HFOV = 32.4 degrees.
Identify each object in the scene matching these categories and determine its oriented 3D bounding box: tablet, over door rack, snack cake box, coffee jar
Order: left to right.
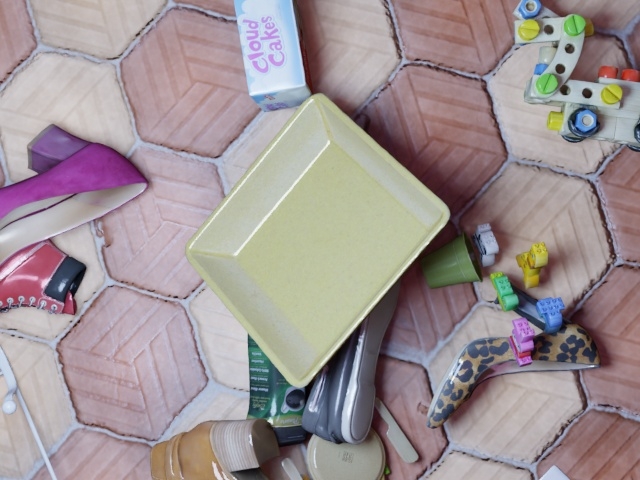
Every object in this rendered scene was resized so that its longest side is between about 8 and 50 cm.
[{"bbox_3d":[-0.535,0.346,1.686,0.239,0.108,0.324,-30,83,2],"label":"over door rack"},{"bbox_3d":[-0.077,-0.342,1.682,0.089,0.152,0.265,-10,86,3],"label":"snack cake box"},{"bbox_3d":[-0.065,0.222,1.678,0.079,0.096,0.185,-2,86,41],"label":"coffee jar"},{"bbox_3d":[0.371,0.393,1.691,0.083,0.006,0.054,44,90,5],"label":"tablet"}]

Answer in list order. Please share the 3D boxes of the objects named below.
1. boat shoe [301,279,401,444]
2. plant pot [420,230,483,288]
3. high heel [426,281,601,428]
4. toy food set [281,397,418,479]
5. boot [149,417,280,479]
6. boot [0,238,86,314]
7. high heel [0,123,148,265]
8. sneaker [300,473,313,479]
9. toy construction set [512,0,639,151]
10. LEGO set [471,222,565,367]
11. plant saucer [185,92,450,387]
[{"bbox_3d":[0.045,0.138,1.664,0.095,0.112,0.335,6,75,27],"label":"boat shoe"},{"bbox_3d":[0.198,0.038,1.689,0.079,0.083,0.083,-20,86,15],"label":"plant pot"},{"bbox_3d":[0.292,0.213,1.658,0.186,0.093,0.261,34,80,11],"label":"high heel"},{"bbox_3d":[0.040,0.336,1.682,0.192,0.038,0.132,-30,82,-17],"label":"toy food set"},{"bbox_3d":[-0.149,0.410,1.631,0.220,0.109,0.284,-18,85,33],"label":"boot"},{"bbox_3d":[-0.485,0.101,1.717,0.176,0.088,0.244,39,86,3],"label":"boot"},{"bbox_3d":[-0.424,-0.013,1.635,0.181,0.127,0.377,27,62,8],"label":"high heel"},{"bbox_3d":[-0.037,0.469,1.673,0.083,0.084,0.215,22,88,-1],"label":"sneaker"},{"bbox_3d":[0.444,-0.253,1.659,0.327,0.151,0.215,7,87,14],"label":"toy construction set"},{"bbox_3d":[0.304,0.058,1.631,0.087,0.093,0.227,-13,61,-9],"label":"LEGO set"},{"bbox_3d":[0.000,0.000,1.628,0.333,0.081,0.333,-50,55,9],"label":"plant saucer"}]
